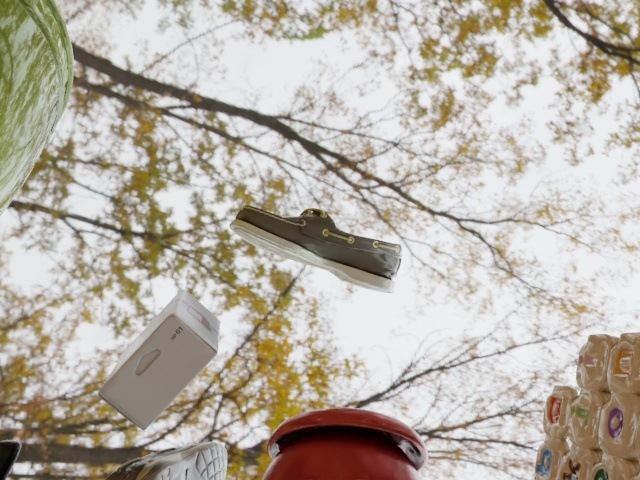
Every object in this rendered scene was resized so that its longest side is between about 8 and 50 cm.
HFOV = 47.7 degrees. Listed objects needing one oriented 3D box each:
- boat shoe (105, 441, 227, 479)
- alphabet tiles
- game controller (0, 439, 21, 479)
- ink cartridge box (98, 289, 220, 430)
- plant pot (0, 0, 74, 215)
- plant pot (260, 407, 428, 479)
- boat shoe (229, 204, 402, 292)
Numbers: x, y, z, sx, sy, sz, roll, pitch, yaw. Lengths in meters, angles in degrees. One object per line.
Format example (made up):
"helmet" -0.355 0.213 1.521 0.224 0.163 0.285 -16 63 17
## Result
"boat shoe" -0.292 0.453 1.405 0.130 0.355 0.132 4 -102 18
"alphabet tiles" 0.263 0.228 0.681 0.278 0.021 0.284 117 -15 -80
"game controller" -0.512 0.428 1.001 0.166 0.067 0.319 -35 -154 29
"ink cartridge box" -0.134 0.098 0.624 0.088 0.052 0.122 -47 -173 0
"plant pot" -0.473 -0.134 0.808 0.366 0.366 0.353 -48 -144 22
"plant pot" 0.019 0.273 0.723 0.191 0.191 0.174 -29 -138 35
"boat shoe" -0.002 0.000 1.200 0.109 0.305 0.091 -4 -115 69
